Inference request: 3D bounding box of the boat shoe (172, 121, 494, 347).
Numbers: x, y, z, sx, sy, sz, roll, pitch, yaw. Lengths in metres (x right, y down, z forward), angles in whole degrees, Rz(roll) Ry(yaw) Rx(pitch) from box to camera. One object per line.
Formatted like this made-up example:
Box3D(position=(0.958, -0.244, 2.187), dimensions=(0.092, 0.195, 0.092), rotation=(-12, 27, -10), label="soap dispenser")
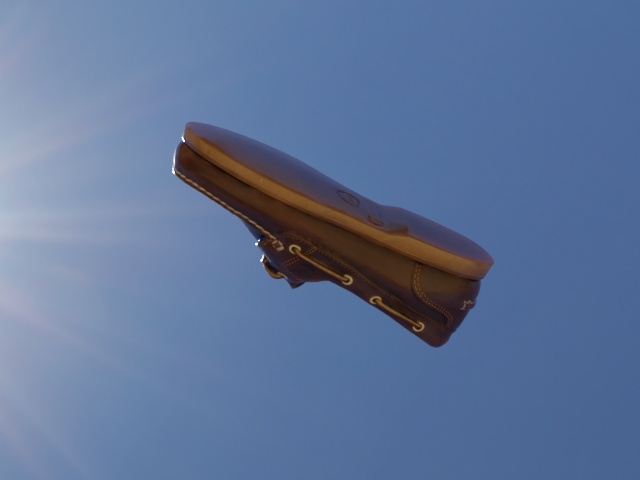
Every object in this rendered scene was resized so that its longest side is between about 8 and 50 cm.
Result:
Box3D(position=(0.000, 0.000, 0.878), dimensions=(0.207, 0.073, 0.073), rotation=(27, -161, -5), label="boat shoe")
